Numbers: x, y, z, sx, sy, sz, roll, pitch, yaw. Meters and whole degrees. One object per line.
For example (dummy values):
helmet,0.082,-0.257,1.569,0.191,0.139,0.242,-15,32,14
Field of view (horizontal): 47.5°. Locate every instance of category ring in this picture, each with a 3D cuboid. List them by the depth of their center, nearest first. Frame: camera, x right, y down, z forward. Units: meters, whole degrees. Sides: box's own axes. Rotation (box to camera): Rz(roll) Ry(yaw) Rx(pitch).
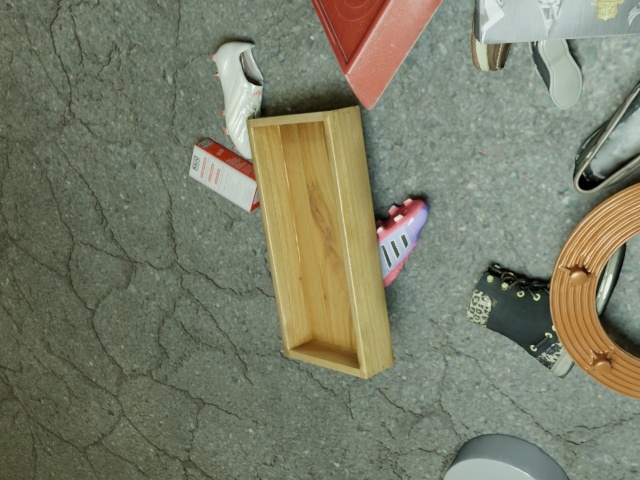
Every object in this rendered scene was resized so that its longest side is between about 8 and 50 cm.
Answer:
ring,0.469,0.075,0.931,0.336,0.032,0.337,5,115,11

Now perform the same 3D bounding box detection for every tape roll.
tape roll,0.330,0.451,1.282,0.219,0.072,0.219,16,124,25

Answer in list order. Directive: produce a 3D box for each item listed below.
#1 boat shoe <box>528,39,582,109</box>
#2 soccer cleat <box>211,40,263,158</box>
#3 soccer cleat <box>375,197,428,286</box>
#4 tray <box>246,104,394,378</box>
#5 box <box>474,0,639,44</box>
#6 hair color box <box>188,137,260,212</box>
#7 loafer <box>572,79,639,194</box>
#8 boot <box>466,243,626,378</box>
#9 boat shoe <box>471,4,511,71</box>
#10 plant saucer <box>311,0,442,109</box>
boat shoe,0.297,-0.221,0.927,0.046,0.038,0.125,-37,130,6
soccer cleat,-0.124,-0.230,1.203,0.076,0.068,0.196,0,113,31
soccer cleat,0.110,0.021,1.184,0.095,0.083,0.248,40,133,-6
tray,0.000,0.000,1.169,0.203,0.076,0.411,5,107,49
box,0.290,-0.321,0.809,0.231,0.056,0.183,-3,117,2
hair color box,-0.165,-0.118,1.307,0.141,0.043,0.072,31,129,14
loafer,0.406,-0.152,0.877,0.096,0.084,0.267,40,131,8
boot,0.323,0.073,1.064,0.178,0.085,0.236,28,127,22
boat shoe,0.249,-0.326,0.880,0.095,0.095,0.257,16,123,19
plant saucer,0.065,-0.346,0.921,0.259,0.047,0.258,-56,42,42
